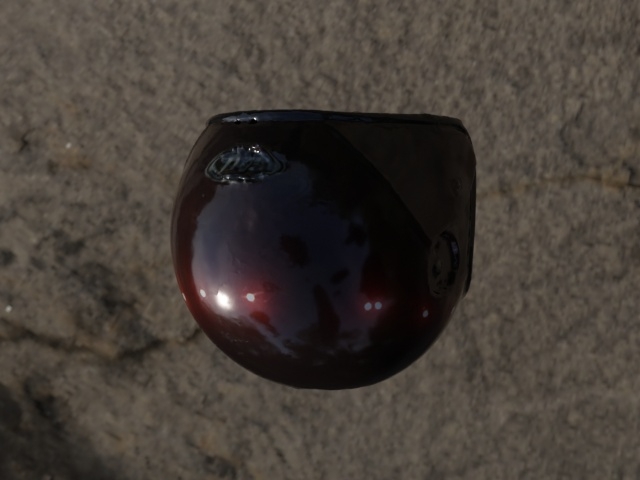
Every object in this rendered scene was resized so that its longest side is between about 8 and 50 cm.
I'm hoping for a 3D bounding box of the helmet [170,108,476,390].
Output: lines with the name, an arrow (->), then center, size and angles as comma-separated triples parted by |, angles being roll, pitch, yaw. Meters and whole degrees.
helmet -> 0.000, 0.000, 0.815 | 0.189, 0.193, 0.216 | 1, 139, 35
